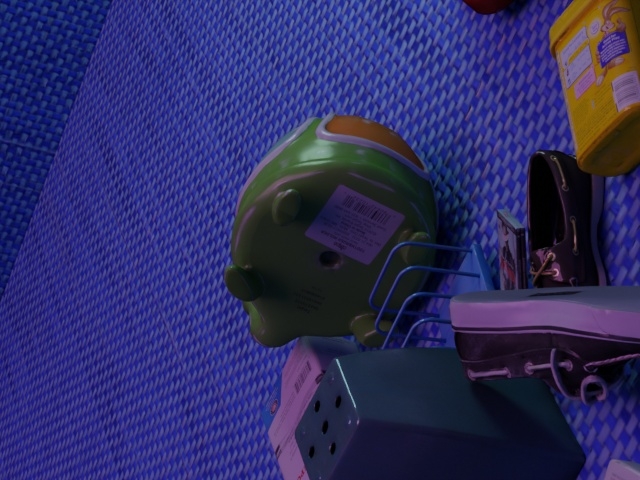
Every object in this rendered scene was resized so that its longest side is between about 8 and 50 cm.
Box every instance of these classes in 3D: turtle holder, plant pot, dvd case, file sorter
[{"bbox_3d":[0.019,-0.004,2.236,0.227,0.243,0.320,-83,-6,-51],"label":"turtle holder"},{"bbox_3d":[0.106,0.210,1.889,0.165,0.234,0.166,-64,28,26],"label":"plant pot"},{"bbox_3d":[0.202,0.034,1.969,0.087,0.013,0.120,-118,24,-73],"label":"dvd case"},{"bbox_3d":[0.127,0.098,2.044,0.170,0.104,0.118,-102,27,-45],"label":"file sorter"}]

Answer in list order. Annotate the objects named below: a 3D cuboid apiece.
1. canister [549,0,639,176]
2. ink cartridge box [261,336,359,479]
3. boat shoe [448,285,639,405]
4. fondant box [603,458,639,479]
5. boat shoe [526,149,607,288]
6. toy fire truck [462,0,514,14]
[{"bbox_3d":[0.293,-0.164,1.879,0.126,0.073,0.170,-49,37,46],"label":"canister"},{"bbox_3d":[0.005,0.223,2.284,0.140,0.082,0.191,-63,28,25],"label":"ink cartridge box"},{"bbox_3d":[0.246,0.102,1.768,0.306,0.113,0.105,-2,97,42],"label":"boat shoe"},{"bbox_3d":[0.295,0.375,1.566,0.238,0.096,0.330,25,99,65],"label":"fondant box"},{"bbox_3d":[0.242,0.016,1.898,0.081,0.068,0.228,-36,46,54],"label":"boat shoe"},{"bbox_3d":[0.188,-0.423,2.164,0.254,0.169,0.302,-51,31,10],"label":"toy fire truck"}]
